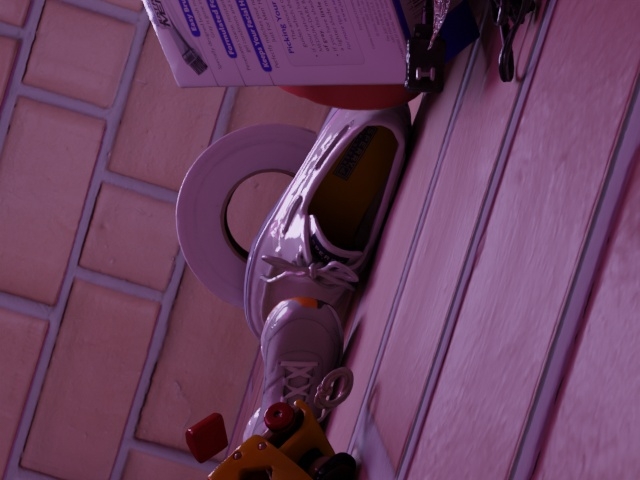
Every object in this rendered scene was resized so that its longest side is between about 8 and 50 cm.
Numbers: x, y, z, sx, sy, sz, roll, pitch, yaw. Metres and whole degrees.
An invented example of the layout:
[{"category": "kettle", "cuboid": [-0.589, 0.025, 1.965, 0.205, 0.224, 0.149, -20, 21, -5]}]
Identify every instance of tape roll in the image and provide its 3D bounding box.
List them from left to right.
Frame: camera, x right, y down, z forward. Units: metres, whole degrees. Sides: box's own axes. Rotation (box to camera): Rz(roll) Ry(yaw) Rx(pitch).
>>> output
[{"category": "tape roll", "cuboid": [-0.065, -0.031, 1.651, 0.169, 0.246, 0.246, -123, 50, -85]}]

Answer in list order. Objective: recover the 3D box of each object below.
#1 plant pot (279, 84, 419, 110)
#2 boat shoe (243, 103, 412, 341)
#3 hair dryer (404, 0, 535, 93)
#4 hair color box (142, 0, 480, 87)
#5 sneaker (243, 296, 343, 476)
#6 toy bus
[{"category": "plant pot", "cuboid": [0.042, -0.293, 1.364, 0.275, 0.275, 0.243, -79, -3, -57]}, {"category": "boat shoe", "cuboid": [0.009, 0.002, 1.451, 0.367, 0.136, 0.156, -61, 12, 24]}, {"category": "hair dryer", "cuboid": [0.154, -0.253, 0.977, 0.223, 0.080, 0.293, 179, 102, -71]}, {"category": "hair color box", "cuboid": [-0.030, -0.249, 1.187, 0.110, 0.339, 0.185, -41, -58, -36]}, {"category": "sneaker", "cuboid": [-0.028, 0.190, 1.424, 0.121, 0.099, 0.262, -95, 13, -60]}, {"category": "toy bus", "cuboid": [-0.031, 0.228, 1.083, 0.104, 0.191, 0.202, 32, 113, 41]}]
